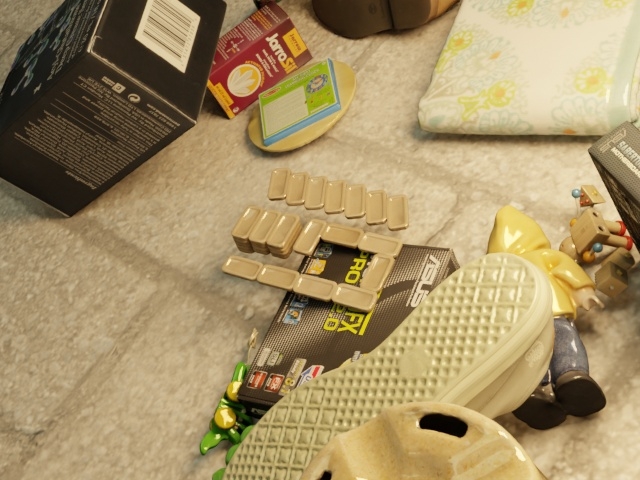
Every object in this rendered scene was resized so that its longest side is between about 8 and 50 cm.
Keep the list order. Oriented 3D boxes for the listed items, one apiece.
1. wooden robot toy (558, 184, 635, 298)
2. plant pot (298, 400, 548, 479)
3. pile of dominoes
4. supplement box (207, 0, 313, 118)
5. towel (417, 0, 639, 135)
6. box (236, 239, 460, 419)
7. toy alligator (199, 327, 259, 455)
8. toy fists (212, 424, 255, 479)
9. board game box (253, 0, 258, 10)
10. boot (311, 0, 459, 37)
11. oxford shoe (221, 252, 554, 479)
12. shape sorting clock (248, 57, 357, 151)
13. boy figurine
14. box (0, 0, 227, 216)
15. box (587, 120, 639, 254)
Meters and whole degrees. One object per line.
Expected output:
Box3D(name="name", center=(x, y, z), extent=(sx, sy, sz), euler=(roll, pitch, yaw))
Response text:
Box3D(name="wooden robot toy", center=(0.336, 0.011, 1.178), extent=(0.079, 0.076, 0.173), euler=(-51, 33, 38))
Box3D(name="plant pot", center=(0.125, 0.316, 0.845), extent=(0.333, 0.305, 0.334), euler=(-17, 44, 17))
Box3D(name="pile of dominoes", center=(0.000, 0.000, 1.315), extent=(0.251, 0.040, 0.196), euler=(14, 58, 27))
Box3D(name="supplement box", center=(-0.123, -0.321, 1.681), extent=(0.188, 0.104, 0.081), euler=(-36, 44, 0))
Box3D(name="towel", center=(0.346, -0.305, 1.405), extent=(0.320, 0.090, 0.375), euler=(3, 56, 36))
Box3D(name="box", center=(0.041, 0.122, 1.236), extent=(0.216, 0.060, 0.270), euler=(6, 55, 33))
Box3D(name="toy alligator", center=(-0.103, 0.208, 1.274), extent=(0.051, 0.056, 0.190), euler=(26, 61, -3))
Box3D(name="toy fists", center=(-0.072, 0.344, 1.108), extent=(0.142, 0.096, 0.279), euler=(-11, 51, 24))
Box3D(name="board game box", center=(-0.058, -0.462, 1.704), extent=(0.136, 0.030, 0.260), euler=(-29, 10, 2))
Box3D(name="boot", center=(0.111, -0.420, 1.653), extent=(0.115, 0.112, 0.305), euler=(-28, 29, -38))
Box3D(name="oxford shoe", center=(0.079, 0.193, 1.034), extent=(0.449, 0.130, 0.169), euler=(-39, 46, 7))
Box3D(name="shape sorting clock", center=(-0.031, -0.226, 1.592), extent=(0.206, 0.040, 0.206), euler=(-19, 47, 22))
Box3D(name="boy figurine", center=(0.245, 0.081, 1.138), extent=(0.177, 0.092, 0.285), euler=(-28, 42, 21))
Box3D(name="box", center=(-0.380, -0.274, 1.634), extent=(0.395, 0.212, 0.294), euler=(-29, 40, 39))
Box3D(name="box", center=(0.390, 0.002, 1.016), extent=(0.059, 0.233, 0.183), euler=(-36, 44, 8))
